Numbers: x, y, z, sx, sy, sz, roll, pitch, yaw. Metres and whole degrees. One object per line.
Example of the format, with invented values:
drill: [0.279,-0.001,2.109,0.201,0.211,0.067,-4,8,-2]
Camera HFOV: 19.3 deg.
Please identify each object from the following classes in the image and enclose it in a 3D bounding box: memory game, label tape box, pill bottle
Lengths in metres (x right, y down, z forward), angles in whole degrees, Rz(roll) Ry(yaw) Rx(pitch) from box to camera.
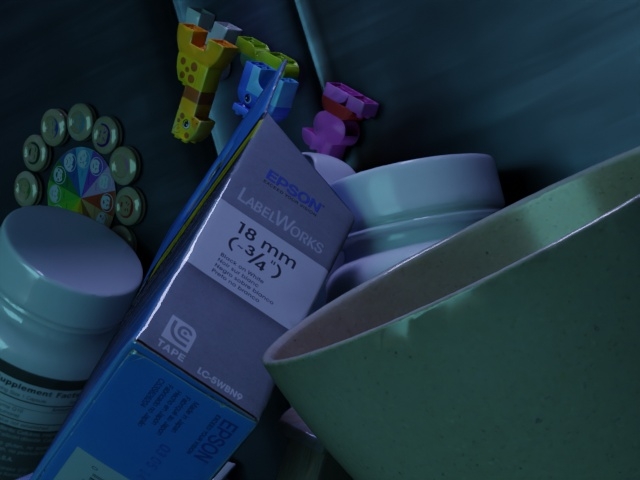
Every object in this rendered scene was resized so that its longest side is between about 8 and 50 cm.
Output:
memory game: [-0.233,-0.039,1.798,0.186,0.012,0.186,2,92,41]
label tape box: [-0.084,0.057,1.397,0.106,0.333,0.240,32,133,-6]
pill bottle: [-0.282,0.117,1.743,0.161,0.161,0.283,46,121,31]
pill bottle: [0.092,0.086,1.415,0.160,0.160,0.283,-16,81,41]

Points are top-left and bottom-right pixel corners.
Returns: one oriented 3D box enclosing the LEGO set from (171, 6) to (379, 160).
LEGO set: [-0.071,-0.119,1.603,0.227,0.087,0.093,32,112,37]

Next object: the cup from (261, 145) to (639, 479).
cup: [0.161,0.102,1.183,0.331,0.331,0.237,-23,95,40]

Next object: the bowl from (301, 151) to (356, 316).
bowl: [0.000,0.000,1.542,0.142,0.053,0.142,164,101,-68]

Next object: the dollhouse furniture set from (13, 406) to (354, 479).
dollhouse furniture set: [-0.135,0.187,1.536,0.303,0.286,0.198,24,107,27]
